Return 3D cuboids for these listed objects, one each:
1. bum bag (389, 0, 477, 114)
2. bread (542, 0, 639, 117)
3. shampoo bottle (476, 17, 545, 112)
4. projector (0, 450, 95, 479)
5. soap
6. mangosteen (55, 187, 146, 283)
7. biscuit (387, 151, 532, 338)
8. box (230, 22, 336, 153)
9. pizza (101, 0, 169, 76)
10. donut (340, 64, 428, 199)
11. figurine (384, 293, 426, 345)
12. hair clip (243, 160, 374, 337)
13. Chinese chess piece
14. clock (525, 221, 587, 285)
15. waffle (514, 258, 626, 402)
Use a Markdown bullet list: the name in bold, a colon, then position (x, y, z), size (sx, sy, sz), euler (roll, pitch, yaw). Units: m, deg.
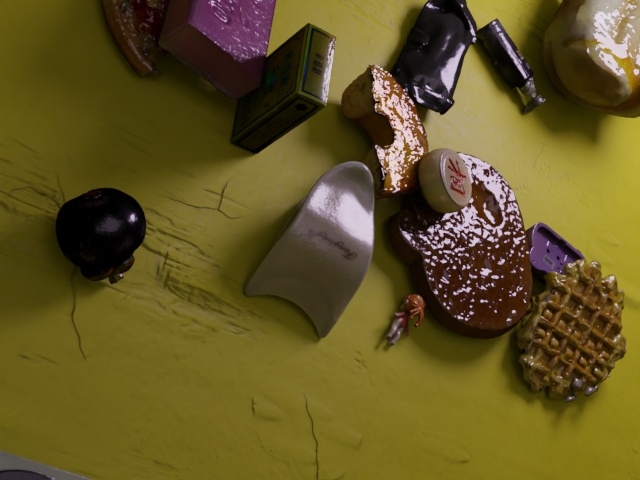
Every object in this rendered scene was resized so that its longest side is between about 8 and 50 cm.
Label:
- **bum bag**: position (0.234, -0.372, 2.065), size (0.142, 0.080, 0.326), euler (32, 61, -11)
- **bread**: position (0.630, -0.416, 2.260), size (0.300, 0.210, 0.341), euler (29, 59, -9)
- **shampoo bottle**: position (0.406, -0.370, 2.186), size (0.057, 0.063, 0.207), euler (-34, 91, -47)
- **projector**: position (-0.410, 0.418, 1.339), size (0.259, 0.079, 0.257), euler (25, 61, -24)
- **soap**: position (-0.167, -0.390, 1.750), size (0.181, 0.081, 0.259), euler (37, 45, -34)
- **mangosteen**: position (-0.322, -0.003, 1.537), size (0.137, 0.137, 0.151), euler (-35, 127, -37)
- **biscuit**: position (0.261, 0.005, 1.949), size (0.314, 0.063, 0.367), euler (5, 69, -28)
- **box**: position (-0.065, -0.252, 1.728), size (0.064, 0.220, 0.141), euler (22, 61, -26)
- **pizza**: position (-0.267, -0.378, 1.743), size (0.199, 0.062, 0.188), euler (-25, 89, -39)
- **donut**: position (0.126, -0.177, 1.895), size (0.152, 0.101, 0.259), euler (16, 59, -40)
- **figurine**: position (0.152, 0.143, 1.838), size (0.109, 0.047, 0.064), euler (-53, 133, -28)
- **hair clip**: position (0.008, 0.000, 1.750), size (0.172, 0.113, 0.282), euler (32, 59, -20)
- **Chinese chess piece**: position (0.229, -0.109, 1.885), size (0.122, 0.051, 0.122), euler (23, 59, -46)
- **clock**: position (0.461, 0.044, 2.072), size (0.153, 0.050, 0.110), euler (37, 56, -17)
- **waffle**: position (0.491, 0.174, 2.008), size (0.281, 0.060, 0.262), euler (-14, 94, -26)
